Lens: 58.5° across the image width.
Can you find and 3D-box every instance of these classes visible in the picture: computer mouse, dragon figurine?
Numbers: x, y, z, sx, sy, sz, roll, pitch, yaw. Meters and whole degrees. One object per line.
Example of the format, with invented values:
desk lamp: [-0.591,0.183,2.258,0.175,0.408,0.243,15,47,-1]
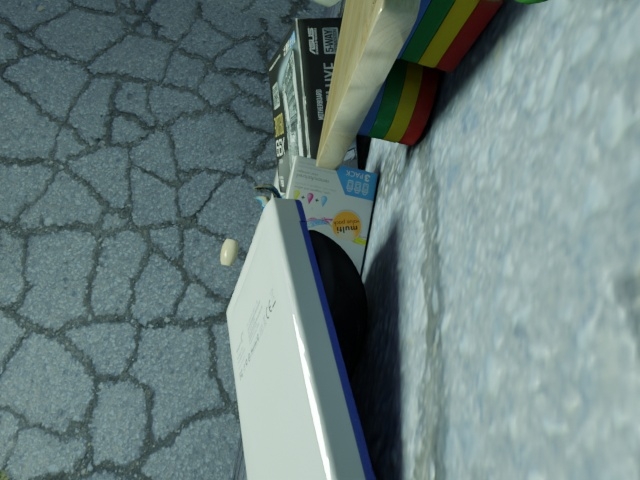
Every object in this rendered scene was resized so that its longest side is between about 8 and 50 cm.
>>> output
computer mouse: [-0.006,0.117,0.626,0.188,0.072,0.272,-133,50,-56]
dragon figurine: [-0.084,-0.019,1.170,0.289,0.085,0.143,107,155,-75]

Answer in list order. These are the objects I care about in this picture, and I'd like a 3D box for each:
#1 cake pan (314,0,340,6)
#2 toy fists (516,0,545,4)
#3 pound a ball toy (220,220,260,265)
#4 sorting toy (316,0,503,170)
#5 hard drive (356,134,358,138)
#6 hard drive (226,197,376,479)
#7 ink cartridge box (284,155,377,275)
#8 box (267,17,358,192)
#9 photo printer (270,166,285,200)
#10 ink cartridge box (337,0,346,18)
cake pan: [0.063,-0.423,0.729,0.293,0.054,0.293,-45,26,29]
toy fists: [0.117,-0.238,0.218,0.142,0.096,0.278,-60,-18,-79]
pound a ball toy: [-0.179,-0.001,1.732,0.319,0.208,0.135,-114,36,-80]
sorting toy: [0.079,-0.217,0.500,0.255,0.090,0.256,123,158,-72]
hard drive: [0.050,-0.191,0.968,0.135,0.022,0.094,110,170,-46]
hard drive: [-0.032,0.147,0.527,0.210,0.040,0.318,116,149,-44]
ink cartridge box: [0.000,0.000,0.695,0.061,0.105,0.181,137,144,-79]
box: [-0.020,-0.197,0.929,0.307,0.077,0.242,-154,59,-76]
photo printer: [-0.069,-0.208,1.619,0.256,0.107,0.307,-94,18,-67]
ink cartridge box: [0.079,-0.461,1.047,0.332,0.065,0.165,-86,10,-55]
